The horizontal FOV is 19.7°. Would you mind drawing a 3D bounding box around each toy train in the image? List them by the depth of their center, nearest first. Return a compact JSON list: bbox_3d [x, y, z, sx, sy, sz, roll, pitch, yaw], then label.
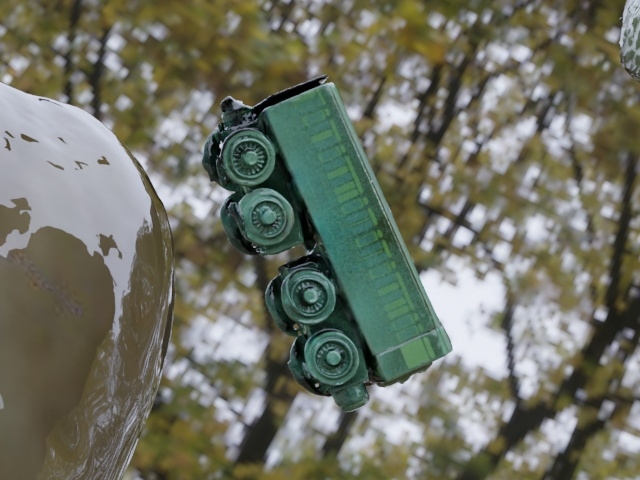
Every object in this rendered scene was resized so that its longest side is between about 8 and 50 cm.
[{"bbox_3d":[0.000,0.000,0.809,0.148,0.071,0.038,66,-18,0],"label":"toy train"}]

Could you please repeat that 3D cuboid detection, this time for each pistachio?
[{"bbox_3d":[-0.090,0.033,0.399,0.108,0.185,0.126,9,-53,-2],"label":"pistachio"}]

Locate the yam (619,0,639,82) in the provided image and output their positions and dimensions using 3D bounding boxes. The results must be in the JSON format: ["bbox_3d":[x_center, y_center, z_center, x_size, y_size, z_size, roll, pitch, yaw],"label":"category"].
[{"bbox_3d":[0.316,-0.126,0.993,0.271,0.201,0.202,16,-53,-18],"label":"yam"}]
